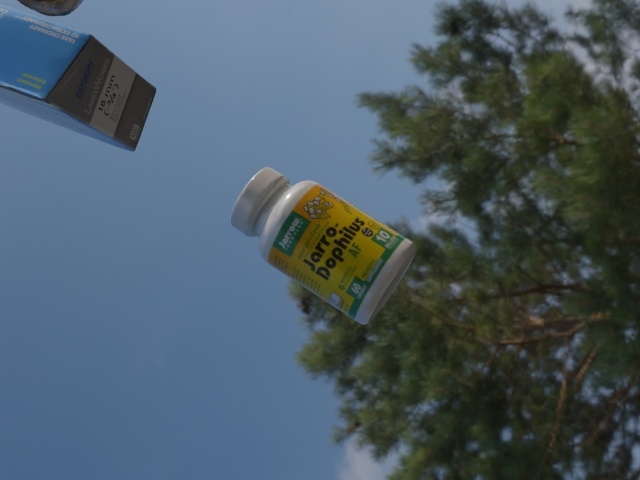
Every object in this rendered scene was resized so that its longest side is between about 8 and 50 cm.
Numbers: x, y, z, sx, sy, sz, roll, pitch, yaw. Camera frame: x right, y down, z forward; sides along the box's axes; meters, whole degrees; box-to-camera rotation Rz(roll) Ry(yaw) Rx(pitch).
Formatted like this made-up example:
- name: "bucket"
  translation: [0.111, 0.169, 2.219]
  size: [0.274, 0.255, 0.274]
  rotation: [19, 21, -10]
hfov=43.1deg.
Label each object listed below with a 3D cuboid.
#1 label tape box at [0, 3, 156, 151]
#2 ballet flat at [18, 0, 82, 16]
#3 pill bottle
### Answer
- name: "label tape box"
  translation: [-0.380, -0.227, 1.012]
  size: [0.334, 0.241, 0.106]
  rotation: [32, -102, -80]
- name: "ballet flat"
  translation: [-0.284, -0.355, 0.746]
  size: [0.106, 0.108, 0.316]
  rotation: [167, 91, -84]
- name: "pill bottle"
  translation: [0.000, 0.000, 0.983]
  size: [0.117, 0.208, 0.117]
  rotation: [-54, -11, -16]
